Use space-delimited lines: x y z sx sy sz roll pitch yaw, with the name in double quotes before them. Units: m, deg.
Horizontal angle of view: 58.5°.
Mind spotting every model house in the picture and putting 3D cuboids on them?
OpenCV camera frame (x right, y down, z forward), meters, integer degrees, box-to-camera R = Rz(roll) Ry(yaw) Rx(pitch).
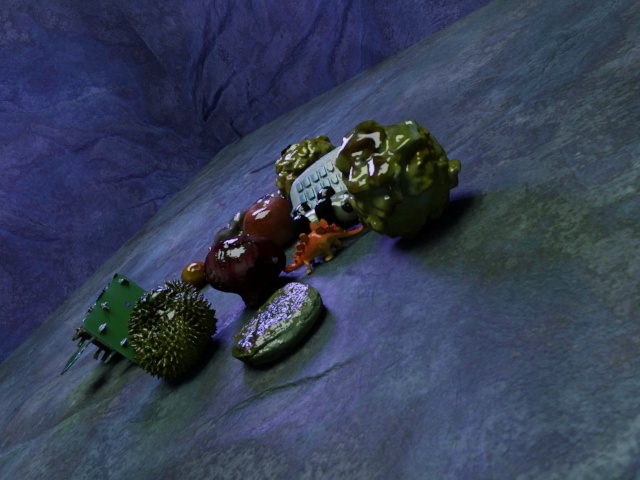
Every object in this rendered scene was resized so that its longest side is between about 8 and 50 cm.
"model house" -0.746 0.353 2.002 0.313 0.242 0.358 -46 18 23

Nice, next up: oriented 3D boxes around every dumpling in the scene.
"dumpling" -0.349 -0.024 2.226 0.332 0.086 0.166 -42 28 22

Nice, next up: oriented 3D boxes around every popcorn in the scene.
"popcorn" 0.189 -0.145 1.441 0.312 0.312 0.312 -31 21 14
"popcorn" -0.038 -0.257 2.117 0.286 0.215 0.252 -38 -17 -16

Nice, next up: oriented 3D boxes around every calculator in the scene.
"calculator" 0.064 -0.169 1.805 0.386 0.054 0.256 -28 61 19

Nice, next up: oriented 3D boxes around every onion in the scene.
"onion" -0.218 0.090 1.693 0.252 0.219 0.252 -15 -6 -1

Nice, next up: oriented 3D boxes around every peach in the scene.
"peach" -0.464 0.126 2.117 0.100 0.101 0.101 -31 21 14

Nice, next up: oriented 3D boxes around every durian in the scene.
"durian" -0.422 0.256 1.634 0.291 0.224 0.291 -10 63 20

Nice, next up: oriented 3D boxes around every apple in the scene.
"apple" -0.169 -0.051 1.961 0.201 0.162 0.201 -22 18 8

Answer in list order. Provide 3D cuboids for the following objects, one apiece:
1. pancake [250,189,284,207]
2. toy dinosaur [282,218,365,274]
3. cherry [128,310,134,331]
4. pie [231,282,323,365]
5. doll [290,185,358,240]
"pancake" -0.204 -0.126 2.317 0.294 0.049 0.294 -29 25 15
"toy dinosaur" 0.000 0.000 1.633 0.288 0.117 0.070 -34 20 13
"cherry" -0.546 0.268 1.897 0.176 0.140 0.176 -22 1 0
"pie" -0.114 0.201 1.439 0.277 0.078 0.277 -29 21 13
"doll" 0.015 -0.073 1.706 0.234 0.135 0.143 -38 18 21
